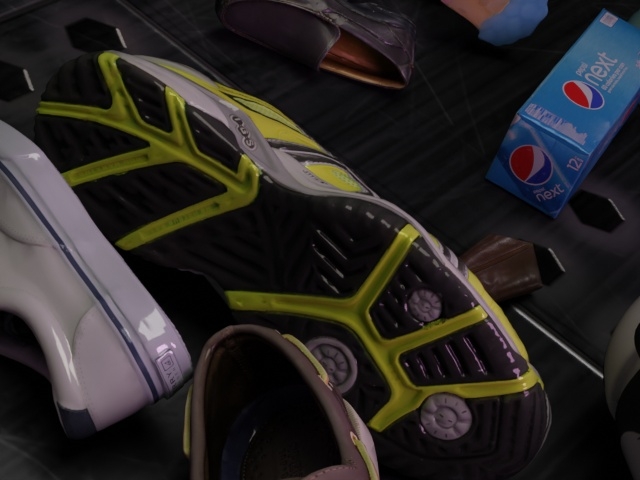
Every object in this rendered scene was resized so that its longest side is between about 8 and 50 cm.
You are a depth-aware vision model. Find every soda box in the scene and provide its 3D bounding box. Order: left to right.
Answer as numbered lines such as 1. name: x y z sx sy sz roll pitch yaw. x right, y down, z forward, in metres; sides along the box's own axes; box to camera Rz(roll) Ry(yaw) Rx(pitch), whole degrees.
1. soda box: 0.212 -0.107 1.262 0.067 0.071 0.210 32 41 11

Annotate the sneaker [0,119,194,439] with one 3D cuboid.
1. sneaker: -0.181 0.014 0.936 0.091 0.094 0.258 -31 51 -19

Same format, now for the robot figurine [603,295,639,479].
1. robot figurine: 0.278 0.138 0.959 0.174 0.209 0.278 -8 48 -9

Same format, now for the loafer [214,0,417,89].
1. loafer: -0.001 -0.164 1.235 0.170 0.062 0.061 10 47 -14

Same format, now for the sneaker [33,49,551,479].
1. sneaker: 0.000 0.000 1.001 0.385 0.145 0.147 42 24 8

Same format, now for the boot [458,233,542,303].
1. boot: 0.097 0.010 1.109 0.114 0.037 0.106 -27 74 -39

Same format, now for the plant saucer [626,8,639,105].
1. plant saucer: 0.426 -0.138 1.419 0.318 0.043 0.317 13 42 -11

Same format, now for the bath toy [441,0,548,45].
1. bath toy: 0.139 -0.323 1.424 0.151 0.129 0.348 -21 39 11

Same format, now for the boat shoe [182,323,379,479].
1. boat shoe: -0.012 0.154 0.782 0.096 0.117 0.324 57 8 -27
